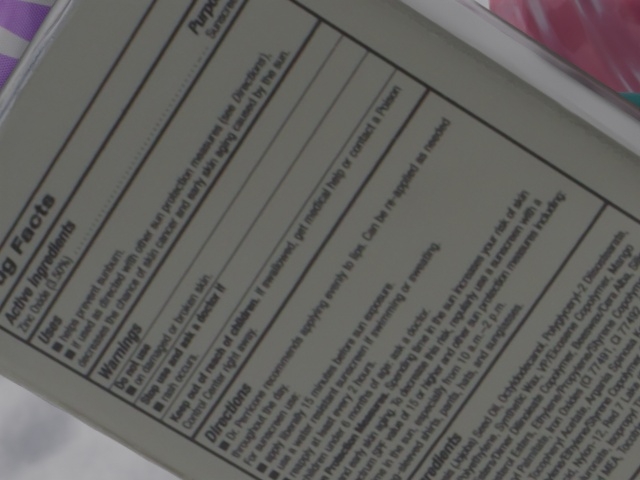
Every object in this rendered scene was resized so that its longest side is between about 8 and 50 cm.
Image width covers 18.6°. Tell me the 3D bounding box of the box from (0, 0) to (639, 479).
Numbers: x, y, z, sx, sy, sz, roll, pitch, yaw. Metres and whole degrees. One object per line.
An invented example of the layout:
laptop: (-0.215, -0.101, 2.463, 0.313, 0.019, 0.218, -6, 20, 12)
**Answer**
box: (0.016, 0.002, 0.581, 0.148, 0.232, 0.127, -56, 9, 14)

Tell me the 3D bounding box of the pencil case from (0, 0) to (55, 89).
pencil case: (-0.098, -0.066, 0.692, 0.086, 0.206, 0.088, 11, 32, -26)

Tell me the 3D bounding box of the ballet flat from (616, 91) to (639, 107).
ballet flat: (0.000, 0.000, 0.777, 0.483, 0.182, 0.164, 13, -2, 21)

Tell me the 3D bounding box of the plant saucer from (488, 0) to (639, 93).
plant saucer: (0.245, -0.072, 1.098, 0.084, 0.332, 0.332, -47, 14, 31)
